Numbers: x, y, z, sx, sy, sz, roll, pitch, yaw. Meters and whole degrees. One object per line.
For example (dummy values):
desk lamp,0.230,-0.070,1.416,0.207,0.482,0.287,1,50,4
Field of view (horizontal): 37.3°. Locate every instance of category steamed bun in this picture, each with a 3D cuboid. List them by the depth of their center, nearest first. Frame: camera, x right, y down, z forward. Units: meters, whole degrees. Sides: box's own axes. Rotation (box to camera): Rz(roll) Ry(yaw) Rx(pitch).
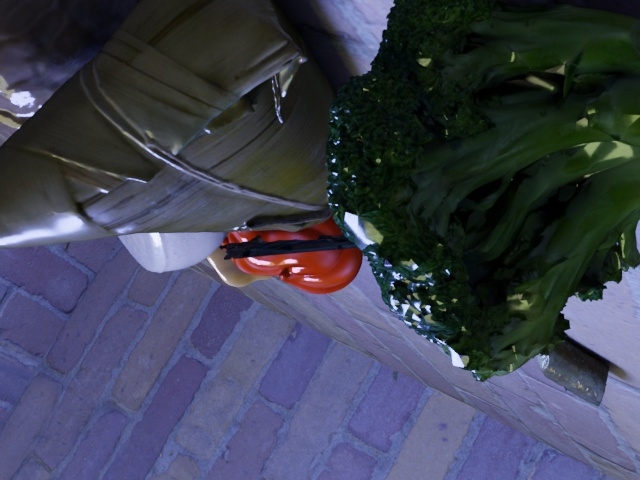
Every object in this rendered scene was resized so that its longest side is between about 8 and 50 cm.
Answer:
steamed bun,-0.212,-0.105,1.287,0.283,0.177,0.283,48,155,31

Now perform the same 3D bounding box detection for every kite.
kite,0.000,-0.001,1.196,0.406,0.014,0.368,-2,-176,36

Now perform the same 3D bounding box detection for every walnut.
walnut,-0.292,-0.203,1.018,0.224,0.224,0.224,29,169,6

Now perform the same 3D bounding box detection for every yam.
yam,0.371,0.190,1.417,0.147,0.069,0.070,30,169,-3

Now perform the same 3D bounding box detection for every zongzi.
zongzi,-0.127,-0.049,0.977,0.181,0.418,0.447,56,-175,30

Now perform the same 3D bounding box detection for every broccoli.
broccoli,0.129,-0.046,0.625,0.295,0.265,0.245,25,146,-37

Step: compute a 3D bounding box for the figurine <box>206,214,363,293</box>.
figurine,-0.071,-0.006,1.456,0.257,0.181,0.208,-3,116,59
